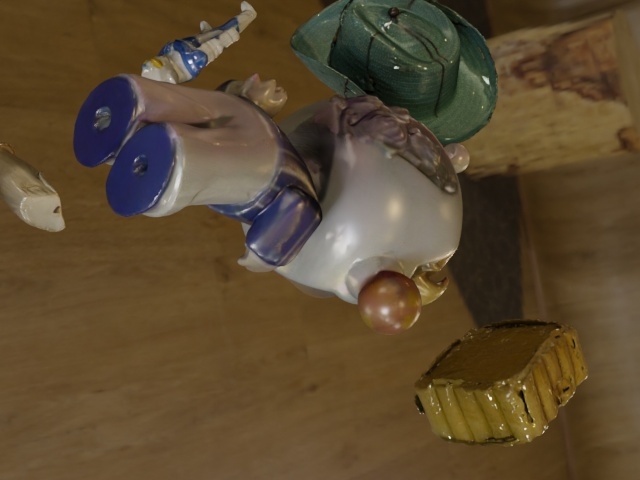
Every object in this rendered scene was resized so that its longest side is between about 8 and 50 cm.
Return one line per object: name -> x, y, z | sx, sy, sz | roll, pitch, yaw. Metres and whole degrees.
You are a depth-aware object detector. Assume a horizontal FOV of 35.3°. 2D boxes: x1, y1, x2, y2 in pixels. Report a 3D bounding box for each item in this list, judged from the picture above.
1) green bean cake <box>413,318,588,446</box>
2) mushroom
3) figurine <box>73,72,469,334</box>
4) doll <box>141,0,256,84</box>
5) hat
green bean cake -> 0.292, 0.229, 1.625 | 0.224, 0.229, 0.131 | -36, 109, -40
mushroom -> -0.592, -0.111, 1.977 | 0.108, 0.247, 0.096 | -4, 126, -54
figurine -> -0.020, -0.042, 0.613 | 0.274, 0.133, 0.194 | 25, 18, -32
doll -> -0.166, -0.237, 1.273 | 0.057, 0.114, 0.227 | 62, 37, -27
hat -> 0.065, -0.162, 0.844 | 0.138, 0.191, 0.078 | -50, 164, -30
